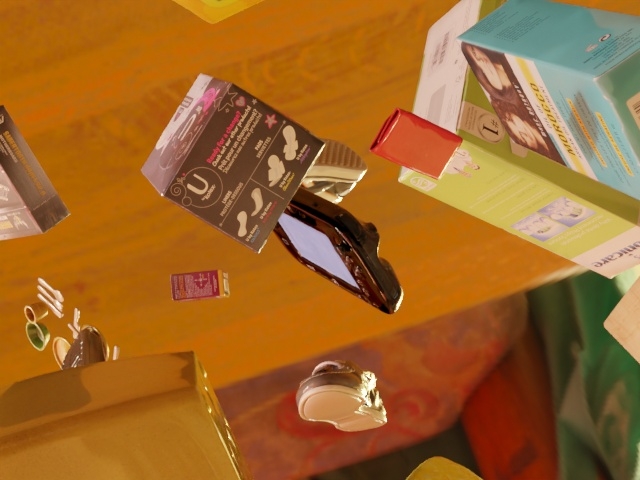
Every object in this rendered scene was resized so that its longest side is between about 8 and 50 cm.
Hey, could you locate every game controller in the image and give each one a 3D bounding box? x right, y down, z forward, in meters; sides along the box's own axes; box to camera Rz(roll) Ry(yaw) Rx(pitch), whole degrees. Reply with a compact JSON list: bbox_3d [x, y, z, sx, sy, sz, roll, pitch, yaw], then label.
[{"bbox_3d":[0.000,0.000,1.694,0.067,0.319,0.166,-32,118,-17],"label":"game controller"}]

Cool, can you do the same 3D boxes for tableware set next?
[{"bbox_3d":[-0.281,0.118,1.377,0.024,0.154,0.104,-26,142,-40],"label":"tableware set"}]

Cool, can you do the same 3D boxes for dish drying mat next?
[{"bbox_3d":[0.059,-0.059,0.756,0.083,0.008,0.032,15,108,-57],"label":"dish drying mat"}]

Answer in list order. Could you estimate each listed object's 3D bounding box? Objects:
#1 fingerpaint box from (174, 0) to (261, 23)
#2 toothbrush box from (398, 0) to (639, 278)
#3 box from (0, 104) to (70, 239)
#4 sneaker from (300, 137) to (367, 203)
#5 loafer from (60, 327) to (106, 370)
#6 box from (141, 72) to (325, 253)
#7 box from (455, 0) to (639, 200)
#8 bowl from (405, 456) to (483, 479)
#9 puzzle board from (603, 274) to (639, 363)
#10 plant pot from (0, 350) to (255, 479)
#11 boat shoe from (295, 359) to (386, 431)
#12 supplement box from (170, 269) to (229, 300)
[{"bbox_3d":[-0.116,-0.413,1.119,0.371,0.163,0.445,-17,152,37],"label":"fingerpaint box"},{"bbox_3d":[0.245,-0.115,1.319,0.283,0.206,0.122,22,152,-18],"label":"toothbrush box"},{"bbox_3d":[-0.481,-0.090,1.791,0.231,0.056,0.183,-7,119,50],"label":"box"},{"bbox_3d":[-0.068,-0.108,1.998,0.321,0.126,0.127,12,125,-43],"label":"sneaker"},{"bbox_3d":[-0.231,0.152,1.260,0.050,0.148,0.056,22,124,-30],"label":"loafer"},{"bbox_3d":[-0.117,-0.106,1.544,0.142,0.247,0.163,31,92,-18],"label":"box"},{"bbox_3d":[0.175,-0.099,0.826,0.060,0.244,0.100,-34,109,-3],"label":"box"},{"bbox_3d":[0.151,0.384,1.283,0.156,0.289,0.289,14,136,25],"label":"bowl"},{"bbox_3d":[0.156,0.030,0.422,0.011,0.096,0.128,-31,158,-28],"label":"puzzle board"},{"bbox_3d":[-0.150,0.196,0.940,0.187,0.212,0.212,-24,99,-3],"label":"plant pot"},{"bbox_3d":[0.028,0.238,1.998,0.112,0.095,0.335,-16,159,11],"label":"boat shoe"},{"bbox_3d":[-0.189,0.071,1.942,0.083,0.043,0.055,-6,175,2],"label":"supplement box"}]
